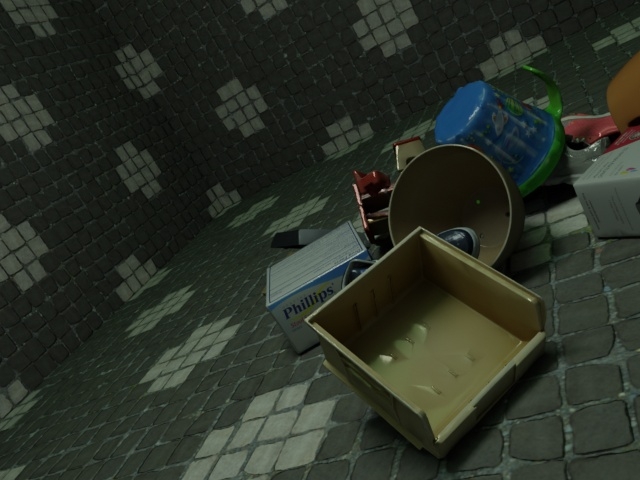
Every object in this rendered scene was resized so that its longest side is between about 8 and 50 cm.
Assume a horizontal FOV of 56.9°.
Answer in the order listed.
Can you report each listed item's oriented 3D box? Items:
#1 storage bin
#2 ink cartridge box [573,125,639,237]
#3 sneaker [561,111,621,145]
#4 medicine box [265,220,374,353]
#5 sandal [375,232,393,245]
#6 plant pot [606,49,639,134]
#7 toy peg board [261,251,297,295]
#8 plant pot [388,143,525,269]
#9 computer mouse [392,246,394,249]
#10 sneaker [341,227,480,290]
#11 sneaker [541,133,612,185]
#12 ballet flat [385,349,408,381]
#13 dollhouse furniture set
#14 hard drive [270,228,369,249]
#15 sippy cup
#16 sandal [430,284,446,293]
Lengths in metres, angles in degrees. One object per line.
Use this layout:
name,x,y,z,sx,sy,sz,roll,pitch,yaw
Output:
storage bin,0.165,0.148,0.915,0.262,0.123,0.260,-37,48,-22
ink cartridge box,0.641,-0.118,1.019,0.226,0.131,0.306,-39,16,-26
sneaker,0.646,-0.243,1.422,0.313,0.116,0.136,-13,25,48
medicine box,0.013,0.105,1.465,0.263,0.149,0.289,-30,16,4
sandal,0.236,-0.056,1.707,0.219,0.060,0.090,-36,16,-17
plant pot,0.731,-0.301,1.193,0.291,0.291,0.203,-42,3,-34
toy peg board,-0.069,0.117,1.755,0.161,0.079,0.161,-7,44,56
plant pot,0.312,-0.051,1.250,0.284,0.284,0.191,-17,-11,42
computer mouse,0.256,0.033,1.427,0.184,0.060,0.262,-4,30,20
sneaker,0.164,0.055,1.153,0.153,0.099,0.282,6,-29,-45
sneaker,0.564,-0.188,1.360,0.105,0.115,0.281,-13,12,-26
ballet flat,0.180,0.192,1.018,0.091,0.077,0.241,-15,21,49
dollhouse furniture set,0.178,-0.145,1.507,0.201,0.152,0.374,-16,-26,8
hard drive,0.000,0.000,1.737,0.254,0.054,0.172,3,-5,-36
sippy cup,0.391,-0.240,1.352,0.240,0.224,0.306,-13,51,62
sandal,0.162,0.152,1.134,0.302,0.086,0.120,-22,-14,33
